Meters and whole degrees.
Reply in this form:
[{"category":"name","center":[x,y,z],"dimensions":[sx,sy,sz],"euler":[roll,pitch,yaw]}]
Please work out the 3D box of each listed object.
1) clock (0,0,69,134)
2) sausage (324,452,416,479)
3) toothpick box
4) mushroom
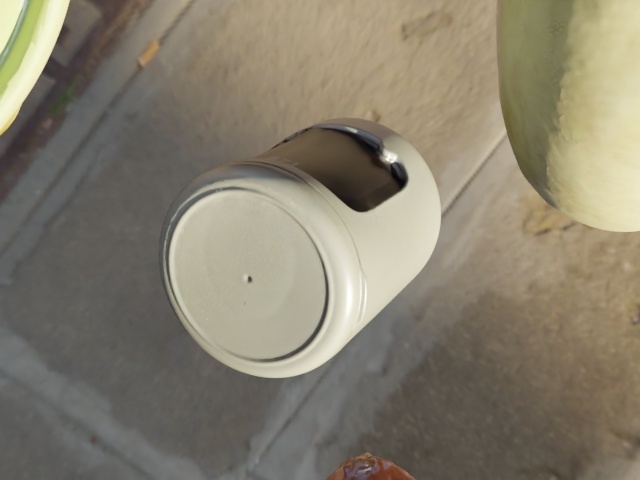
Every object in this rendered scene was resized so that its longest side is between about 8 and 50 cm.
[{"category":"clock","center":[-0.216,-0.130,0.429],"dimensions":[0.286,0.117,0.348],"euler":[7,104,-43]},{"category":"sausage","center":[0.046,0.344,1.154],"dimensions":[0.148,0.148,0.254],"euler":[22,67,-2]},{"category":"toothpick box","center":[0.000,0.000,1.197],"dimensions":[0.229,0.316,0.228],"euler":[9,110,24]},{"category":"mushroom","center":[0.194,-0.119,0.622],"dimensions":[0.203,0.246,0.246],"euler":[15,90,17]}]
